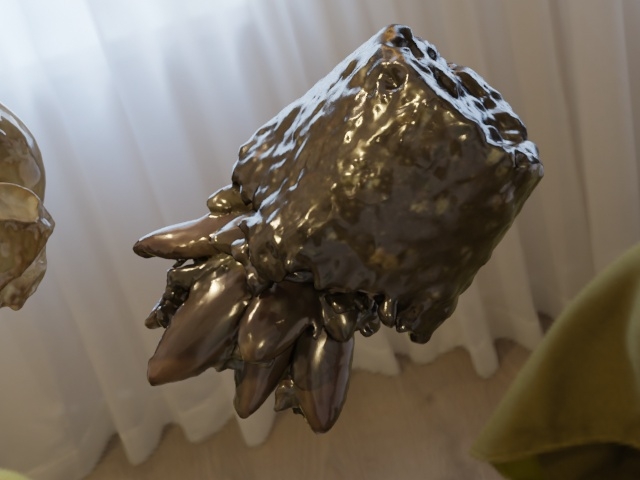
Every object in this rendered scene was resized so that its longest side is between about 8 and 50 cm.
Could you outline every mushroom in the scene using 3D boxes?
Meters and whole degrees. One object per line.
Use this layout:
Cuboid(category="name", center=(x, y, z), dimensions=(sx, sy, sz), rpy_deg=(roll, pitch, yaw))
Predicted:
Cuboid(category="mushroom", center=(-0.413, -0.022, 1.106), dimensions=(0.297, 0.297, 0.290), rpy_deg=(-33, 42, -24))

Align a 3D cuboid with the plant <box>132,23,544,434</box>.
Cuboid(category="plant", center=(0.000, 0.000, 0.796), dimensions=(0.320, 0.194, 0.181), rpy_deg=(-49, 27, 21))
